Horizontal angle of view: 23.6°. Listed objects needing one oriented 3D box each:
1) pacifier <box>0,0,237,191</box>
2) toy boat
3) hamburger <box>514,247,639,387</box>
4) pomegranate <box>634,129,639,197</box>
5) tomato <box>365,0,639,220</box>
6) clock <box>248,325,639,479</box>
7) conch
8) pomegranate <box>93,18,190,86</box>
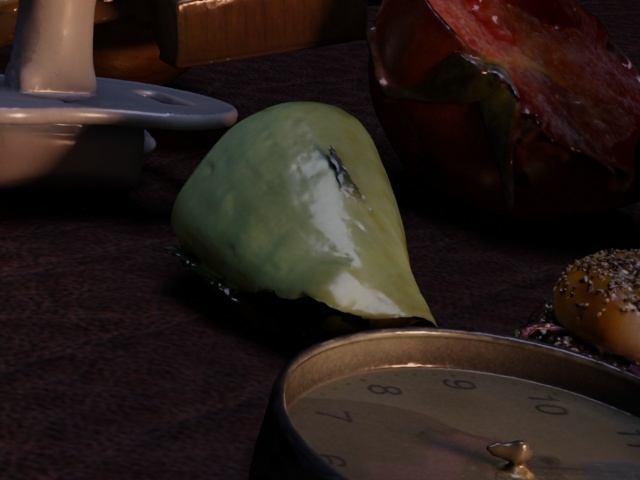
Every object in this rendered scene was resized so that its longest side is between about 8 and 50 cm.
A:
[{"bbox_3d":[-0.209,-0.157,1.177,0.299,0.233,0.244,1,17,-32],"label":"pacifier"},{"bbox_3d":[-0.087,-0.228,1.368,0.445,0.162,0.136,-9,-18,-22],"label":"toy boat"},{"bbox_3d":[0.218,0.059,0.993,0.164,0.093,0.189,24,20,36],"label":"hamburger"},{"bbox_3d":[0.423,-0.053,1.249,0.341,0.285,0.285,35,-3,-44],"label":"pomegranate"},{"bbox_3d":[0.160,-0.116,1.380,0.309,0.170,0.309,31,35,-25],"label":"tomato"},{"bbox_3d":[0.102,0.121,0.798,0.281,0.055,0.280,9,18,-3],"label":"clock"},{"bbox_3d":[-0.019,0.002,1.031,0.143,0.137,0.250,32,29,-25],"label":"conch"},{"bbox_3d":[-0.204,-0.261,1.518,0.248,0.248,0.248,10,18,-3],"label":"pomegranate"}]
